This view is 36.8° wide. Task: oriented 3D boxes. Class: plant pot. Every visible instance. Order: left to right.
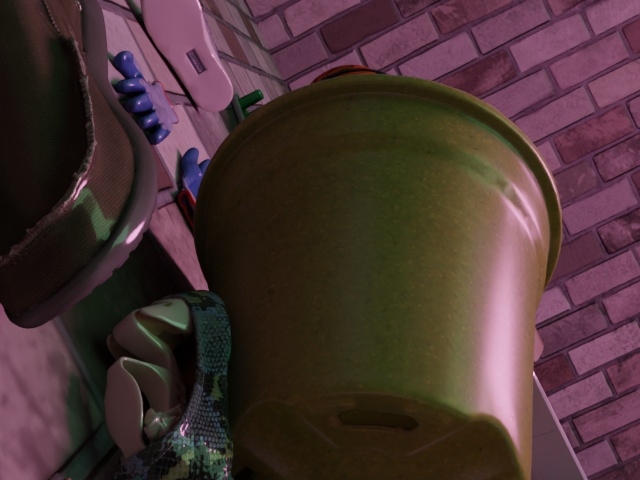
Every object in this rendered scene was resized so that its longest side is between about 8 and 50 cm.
[{"bbox_3d":[0.034,0.073,0.625,0.254,0.276,0.276,-85,150,-53],"label":"plant pot"}]

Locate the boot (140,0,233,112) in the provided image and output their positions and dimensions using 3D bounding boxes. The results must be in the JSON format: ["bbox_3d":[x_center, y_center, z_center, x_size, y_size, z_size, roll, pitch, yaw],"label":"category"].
[{"bbox_3d":[-0.165,-0.243,1.134,0.086,0.069,0.190,-120,-173,-49],"label":"boot"}]

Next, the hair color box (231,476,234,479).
[{"bbox_3d":[-0.028,0.192,0.496,0.141,0.043,0.072,60,7,-37],"label":"hair color box"}]

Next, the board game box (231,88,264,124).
[{"bbox_3d":[0.000,0.000,1.524,0.390,0.050,0.390,56,10,-49],"label":"board game box"}]

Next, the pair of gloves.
[{"bbox_3d":[-0.132,-0.086,0.898,0.198,0.023,0.159,63,6,-10],"label":"pair of gloves"}]

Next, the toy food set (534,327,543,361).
[{"bbox_3d":[0.078,0.053,1.062,0.092,0.306,0.220,-36,102,-40],"label":"toy food set"}]

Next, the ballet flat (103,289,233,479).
[{"bbox_3d":[-0.081,0.069,0.500,0.070,0.070,0.188,60,4,-30],"label":"ballet flat"}]

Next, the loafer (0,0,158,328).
[{"bbox_3d":[-0.145,-0.063,0.444,0.087,0.094,0.251,42,15,-43],"label":"loafer"}]

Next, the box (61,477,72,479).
[{"bbox_3d":[-0.067,0.187,0.293,0.164,0.021,0.201,62,6,-13],"label":"box"}]

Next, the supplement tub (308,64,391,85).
[{"bbox_3d":[0.067,-0.118,1.386,0.207,0.207,0.338,60,8,-31],"label":"supplement tub"}]

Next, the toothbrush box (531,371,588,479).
[{"bbox_3d":[0.156,0.267,0.932,0.295,0.216,0.126,61,7,-14],"label":"toothbrush box"}]
